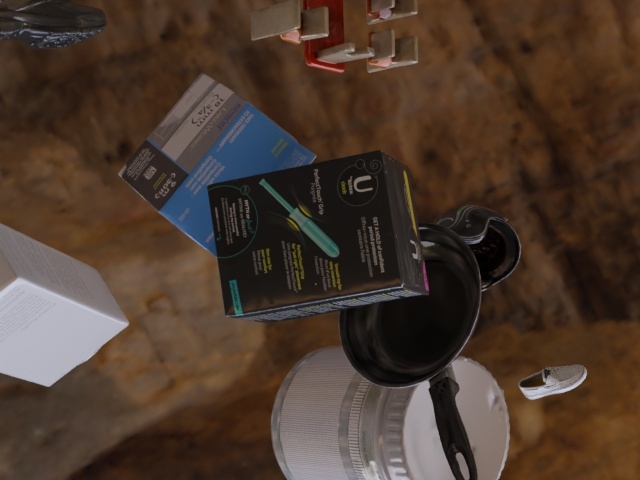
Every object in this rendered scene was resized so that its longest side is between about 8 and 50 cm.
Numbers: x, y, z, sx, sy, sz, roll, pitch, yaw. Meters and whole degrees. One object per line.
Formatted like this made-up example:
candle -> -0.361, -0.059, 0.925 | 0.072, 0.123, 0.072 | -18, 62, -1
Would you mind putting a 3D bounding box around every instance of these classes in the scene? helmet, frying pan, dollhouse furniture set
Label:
helmet -> 0.274, 0.013, 2.628 | 0.169, 0.169, 0.161 | -16, -171, 44
frying pan -> 0.140, 0.110, 1.606 | 0.197, 0.053, 0.326 | -53, -132, 9
dollhouse furniture set -> 0.004, -0.368, 2.035 | 0.135, 0.259, 0.262 | -7, 171, 41

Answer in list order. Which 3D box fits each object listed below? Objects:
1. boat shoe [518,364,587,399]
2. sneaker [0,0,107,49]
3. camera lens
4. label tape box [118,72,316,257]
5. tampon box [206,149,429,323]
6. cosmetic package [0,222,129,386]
boat shoe -> 0.328, 0.195, 2.041 | 0.100, 0.035, 0.035 | -21, -136, 29
sneaker -> -0.433, -0.352, 2.122 | 0.109, 0.130, 0.286 | -12, 175, 40
camera lens -> 0.085, 0.250, 1.913 | 0.219, 0.219, 0.274 | -33, -162, -36
label tape box -> -0.182, -0.130, 2.435 | 0.240, 0.106, 0.334 | -51, -147, -1
tampon box -> 0.000, 0.000, 1.256 | 0.161, 0.120, 0.101 | -10, 172, 16
cosmetic package -> -0.298, 0.064, 1.415 | 0.117, 0.085, 0.231 | -37, 158, 6
